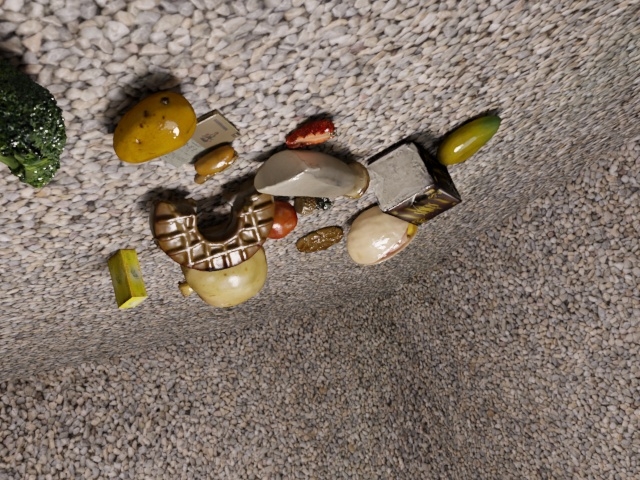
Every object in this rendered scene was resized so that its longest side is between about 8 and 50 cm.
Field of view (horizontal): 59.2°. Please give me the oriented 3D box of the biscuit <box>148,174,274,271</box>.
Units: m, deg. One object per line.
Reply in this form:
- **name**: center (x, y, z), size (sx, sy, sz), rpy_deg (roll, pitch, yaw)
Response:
- **biscuit**: center (-0.312, -0.035, 1.665), size (0.366, 0.115, 0.268), rpy_deg (-14, 119, -18)

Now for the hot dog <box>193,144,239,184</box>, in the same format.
- **hot dog**: center (-0.277, -0.197, 1.462), size (0.140, 0.060, 0.090), rpy_deg (-22, 179, 8)

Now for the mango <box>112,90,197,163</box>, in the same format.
- **mango**: center (-0.356, -0.233, 1.204), size (0.227, 0.109, 0.147), rpy_deg (-31, 164, 36)

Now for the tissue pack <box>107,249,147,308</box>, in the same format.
- **tissue pack**: center (-0.641, 0.127, 1.862), size (0.095, 0.176, 0.062), rpy_deg (-32, 158, 34)

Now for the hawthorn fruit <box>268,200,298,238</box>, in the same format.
- **hawthorn fruit**: center (-0.142, -0.073, 1.902), size (0.138, 0.133, 0.133), rpy_deg (-23, 165, -24)

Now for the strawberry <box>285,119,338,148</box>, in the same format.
- **strawberry**: center (-0.024, -0.289, 1.522), size (0.152, 0.048, 0.104), rpy_deg (-10, 172, 12)

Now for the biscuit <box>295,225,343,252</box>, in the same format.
- **biscuit**: center (0.000, 0.000, 2.435), size (0.225, 0.042, 0.226), rpy_deg (-17, 162, -6)

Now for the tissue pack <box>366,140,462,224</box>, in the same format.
- **tissue pack**: center (0.329, -0.191, 1.957), size (0.210, 0.198, 0.370), rpy_deg (-32, 160, 22)

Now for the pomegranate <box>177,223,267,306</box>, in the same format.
- **pomegranate**: center (-0.340, 0.088, 1.909), size (0.319, 0.319, 0.319), rpy_deg (-19, 163, -6)

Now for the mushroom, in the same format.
- **mushroom**: center (-0.003, -0.197, 1.674), size (0.407, 0.138, 0.154), rpy_deg (-5, 146, -47)

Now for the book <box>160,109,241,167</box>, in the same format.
- **book**: center (-0.308, -0.244, 1.381), size (0.198, 0.016, 0.138), rpy_deg (-24, 163, 11)

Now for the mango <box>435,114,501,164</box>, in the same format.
- **mango**: center (0.490, -0.337, 1.885), size (0.137, 0.091, 0.237), rpy_deg (-11, 155, -45)

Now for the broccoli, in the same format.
- **broccoli**: center (-0.533, -0.201, 0.961), size (0.176, 0.198, 0.226), rpy_deg (-42, 163, 19)

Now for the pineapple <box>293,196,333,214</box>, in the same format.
- **pineapple**: center (-0.021, -0.129, 1.978), size (0.159, 0.074, 0.074), rpy_deg (-10, 161, -43)

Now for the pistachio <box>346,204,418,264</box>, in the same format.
- **pistachio**: center (0.244, -0.025, 2.319), size (0.308, 0.230, 0.230), rpy_deg (-26, 162, 20)
